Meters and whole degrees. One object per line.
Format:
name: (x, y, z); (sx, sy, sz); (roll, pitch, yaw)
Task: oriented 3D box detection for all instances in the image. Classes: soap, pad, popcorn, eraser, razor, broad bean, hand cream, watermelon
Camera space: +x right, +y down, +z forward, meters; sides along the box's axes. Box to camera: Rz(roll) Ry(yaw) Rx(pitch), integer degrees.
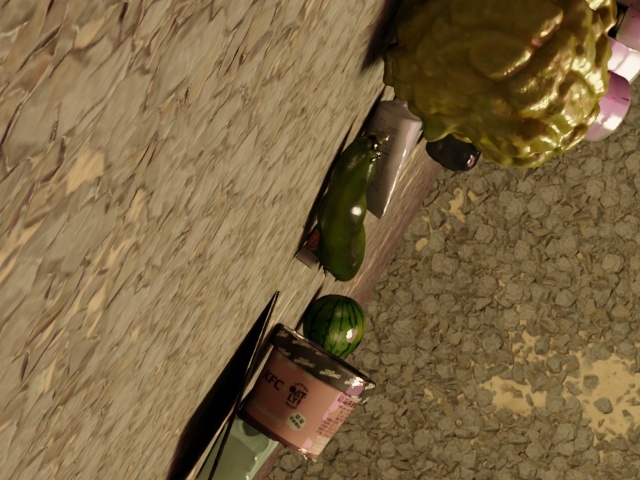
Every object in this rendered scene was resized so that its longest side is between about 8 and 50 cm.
soap: (-0.095, 0.275, 2.033); (0.119, 0.066, 0.198); (-64, 174, 22)
pad: (-0.111, 0.225, 1.727); (0.330, 0.004, 0.220); (112, -2, -55)
popcorn: (0.180, -0.192, 1.356); (0.251, 0.205, 0.237); (-59, 148, -33)
eraser: (0.000, 0.000, 1.663); (0.099, 0.027, 0.019); (-54, 179, -44)
razor: (0.286, -0.272, 2.415); (0.327, 0.107, 0.189); (-61, 175, 27)
broad bean: (0.027, -0.027, 1.567); (0.065, 0.046, 0.254); (-22, 148, -22)
hand cream: (0.072, -0.104, 1.588); (0.053, 0.084, 0.142); (6, 115, -41)
watermelon: (0.018, 0.133, 2.184); (0.109, 0.109, 0.109); (-59, 175, -9)

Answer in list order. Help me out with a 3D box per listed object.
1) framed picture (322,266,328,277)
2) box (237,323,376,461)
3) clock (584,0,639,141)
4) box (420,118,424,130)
framed picture: (0.074, -0.087, 1.942); (0.273, 0.016, 0.216); (-58, 175, -13)
box: (-0.025, 0.203, 1.884); (0.135, 0.151, 0.151); (-57, 175, 1)
clock: (0.270, -0.246, 1.509); (0.227, 0.090, 0.248); (41, -72, 50)
box: (0.163, -0.249, 1.712); (0.160, 0.050, 0.230); (-54, 171, -47)
